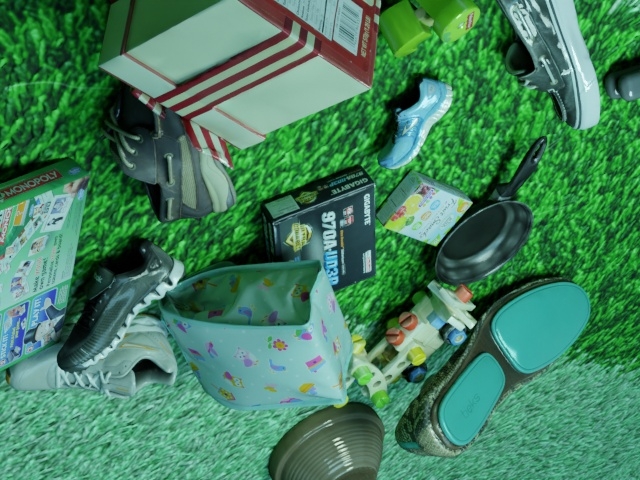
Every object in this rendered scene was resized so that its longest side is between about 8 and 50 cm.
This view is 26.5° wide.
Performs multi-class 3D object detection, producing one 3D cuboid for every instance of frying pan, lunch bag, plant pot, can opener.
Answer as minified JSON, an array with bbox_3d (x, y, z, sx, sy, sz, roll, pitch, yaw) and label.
[{"bbox_3d":[0.273,-0.042,2.282,0.197,0.053,0.326,-23,143,-16],"label":"frying pan"},{"bbox_3d":[-0.101,0.148,2.107,0.262,0.160,0.223,-4,137,19],"label":"lunch bag"},{"bbox_3d":[0.030,0.425,2.560,0.237,0.110,0.237,-19,140,-17],"label":"plant pot"},{"bbox_3d":[0.599,-0.310,2.251,0.283,0.076,0.095,-18,107,-20],"label":"can opener"}]

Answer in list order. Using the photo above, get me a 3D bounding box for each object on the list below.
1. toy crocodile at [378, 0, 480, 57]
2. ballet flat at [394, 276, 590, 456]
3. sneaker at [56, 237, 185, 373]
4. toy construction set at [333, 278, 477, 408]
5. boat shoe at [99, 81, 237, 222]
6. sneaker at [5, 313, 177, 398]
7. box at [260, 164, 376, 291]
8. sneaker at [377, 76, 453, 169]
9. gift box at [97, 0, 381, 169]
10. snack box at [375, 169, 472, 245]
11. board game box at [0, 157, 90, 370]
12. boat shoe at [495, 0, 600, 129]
[{"bbox_3d":[0.213,-0.376,1.847,0.340,0.115,0.105,-45,160,16],"label":"toy crocodile"},{"bbox_3d":[0.294,0.222,2.464,0.483,0.164,0.182,-40,-167,-35],"label":"ballet flat"},{"bbox_3d":[-0.309,0.085,1.968,0.234,0.078,0.106,-45,128,-10],"label":"sneaker"},{"bbox_3d":[0.137,0.165,2.341,0.328,0.151,0.215,-34,143,22],"label":"toy construction set"},{"bbox_3d":[-0.213,-0.133,1.775,0.130,0.132,0.355,-29,141,-7],"label":"boat shoe"},{"bbox_3d":[-0.335,0.189,2.033,0.262,0.121,0.099,-12,136,-26],"label":"sneaker"},{"bbox_3d":[0.000,0.000,2.134,0.175,0.051,0.220,-21,141,-16],"label":"box"},{"bbox_3d":[0.127,-0.182,2.046,0.073,0.063,0.162,22,113,-27],"label":"sneaker"},{"bbox_3d":[-0.084,-0.253,1.570,0.258,0.255,0.276,-18,140,40],"label":"gift box"},{"bbox_3d":[0.169,-0.052,2.215,0.141,0.037,0.100,18,119,-47],"label":"snack box"},{"bbox_3d":[-0.425,0.054,1.831,0.213,0.046,0.317,-27,146,-43],"label":"board game box"},{"bbox_3d":[0.330,-0.286,2.043,0.119,0.121,0.335,-27,131,2],"label":"boat shoe"}]
